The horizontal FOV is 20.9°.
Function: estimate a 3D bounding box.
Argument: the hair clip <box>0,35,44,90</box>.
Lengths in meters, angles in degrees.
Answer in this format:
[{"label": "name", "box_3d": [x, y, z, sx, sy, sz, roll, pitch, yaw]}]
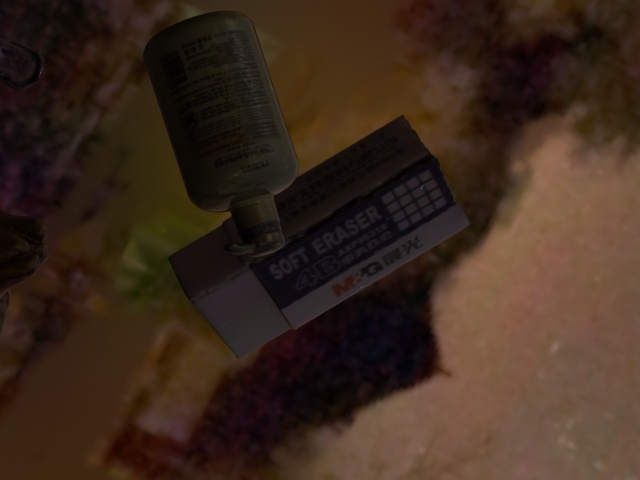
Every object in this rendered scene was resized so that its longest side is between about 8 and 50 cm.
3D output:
[{"label": "hair clip", "box_3d": [-0.397, -0.203, 1.608, 0.090, 0.278, 0.137, -33, -150, 58]}]

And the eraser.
[{"label": "eraser", "box_3d": [0.000, 0.000, 1.780, 0.287, 0.130, 0.086, -32, -135, 2]}]

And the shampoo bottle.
[{"label": "shampoo bottle", "box_3d": [-0.060, -0.068, 1.160, 0.079, 0.162, 0.079, -18, 174, -2]}]

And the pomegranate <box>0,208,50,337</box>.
[{"label": "pomegranate", "box_3d": [-0.301, 0.021, 1.297, 0.214, 0.248, 0.214, 25, 61, -59]}]
